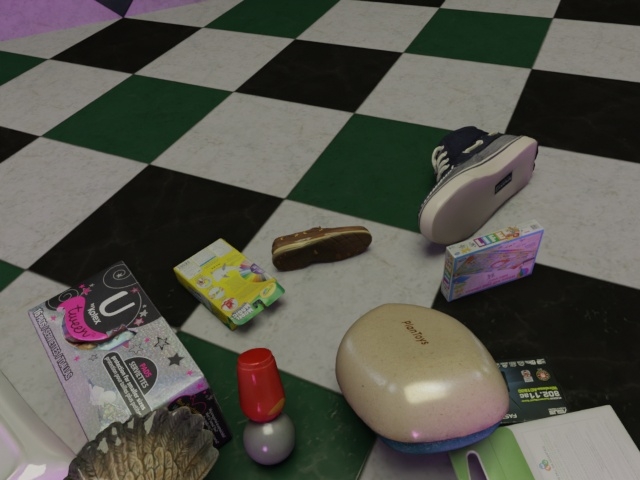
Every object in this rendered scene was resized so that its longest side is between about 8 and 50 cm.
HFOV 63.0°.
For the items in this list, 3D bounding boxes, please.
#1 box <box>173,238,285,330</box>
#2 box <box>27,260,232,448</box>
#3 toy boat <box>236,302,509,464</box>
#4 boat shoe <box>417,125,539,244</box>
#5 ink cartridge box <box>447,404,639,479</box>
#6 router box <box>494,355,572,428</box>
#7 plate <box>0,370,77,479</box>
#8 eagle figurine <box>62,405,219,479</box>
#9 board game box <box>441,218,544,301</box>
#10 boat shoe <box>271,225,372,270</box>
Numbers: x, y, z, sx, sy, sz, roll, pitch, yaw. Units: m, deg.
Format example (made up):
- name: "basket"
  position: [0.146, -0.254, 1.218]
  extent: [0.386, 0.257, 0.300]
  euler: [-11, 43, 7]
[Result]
- name: "box"
  position: [-0.150, 0.074, 0.870]
  extent: [0.105, 0.043, 0.179]
  euler: [-35, 48, -28]
- name: "box"
  position: [-0.247, 0.173, 0.687]
  extent: [0.142, 0.163, 0.247]
  euler: [-32, 50, -24]
- name: "toy boat"
  position: [0.054, 0.187, 0.657]
  extent: [0.318, 0.148, 0.267]
  euler: [-9, 16, -4]
- name: "boat shoe"
  position: [0.254, -0.113, 0.978]
  extent: [0.340, 0.127, 0.158]
  euler: [-30, 41, -34]
- name: "ink cartridge box"
  position: [0.258, 0.270, 0.601]
  extent: [0.209, 0.062, 0.109]
  euler: [-10, 43, -4]
- name: "router box"
  position: [0.252, 0.205, 0.688]
  extent: [0.122, 0.038, 0.092]
  euler: [-6, 44, 0]
- name: "plate"
  position: [-0.499, 0.306, 0.664]
  extent: [0.278, 0.045, 0.277]
  euler: [27, 53, 31]
- name: "eagle figurine"
  position: [-0.167, 0.331, 0.475]
  extent: [0.226, 0.298, 0.225]
  euler: [26, 0, -11]
- name: "board game box"
  position: [0.267, 0.033, 0.821]
  extent: [0.154, 0.103, 0.026]
  euler: [-16, 44, -11]
- name: "boat shoe"
  position: [0.000, 0.000, 0.913]
  extent: [0.178, 0.064, 0.060]
  euler: [-12, 46, -3]
